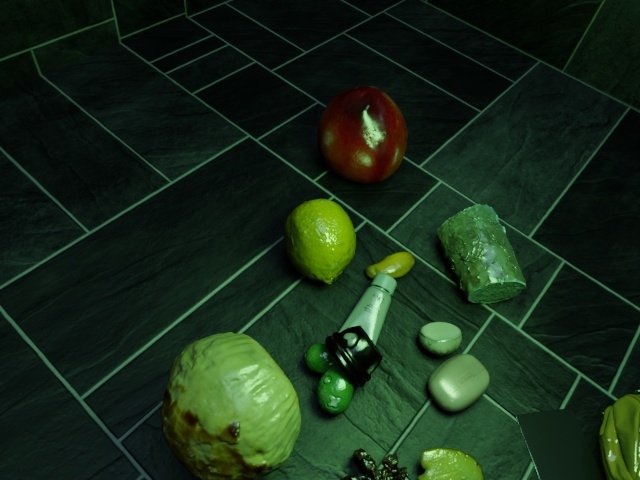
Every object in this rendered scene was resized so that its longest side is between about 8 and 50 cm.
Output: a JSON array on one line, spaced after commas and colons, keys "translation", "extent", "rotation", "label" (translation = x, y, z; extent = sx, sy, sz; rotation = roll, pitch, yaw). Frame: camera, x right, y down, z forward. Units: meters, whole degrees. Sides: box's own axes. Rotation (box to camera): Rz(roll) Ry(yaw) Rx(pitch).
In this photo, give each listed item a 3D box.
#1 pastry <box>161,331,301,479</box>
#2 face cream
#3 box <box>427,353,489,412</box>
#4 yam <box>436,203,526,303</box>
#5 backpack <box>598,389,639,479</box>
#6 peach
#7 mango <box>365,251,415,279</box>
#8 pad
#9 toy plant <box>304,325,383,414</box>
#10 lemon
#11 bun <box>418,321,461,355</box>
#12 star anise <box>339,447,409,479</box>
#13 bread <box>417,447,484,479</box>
[{"translation": [-0.235, 0.435, 1.258], "extent": [0.312, 0.389, 0.388], "rotation": [-32, 63, -25], "label": "pastry"}, {"translation": [0.158, 0.253, 1.647], "extent": [0.143, 0.089, 0.315], "rotation": [25, 65, 10], "label": "face cream"}, {"translation": [0.427, 0.438, 1.532], "extent": [0.200, 0.088, 0.146], "rotation": [-28, 62, -25], "label": "box"}, {"translation": [0.572, 0.049, 1.782], "extent": [0.240, 0.241, 0.348], "rotation": [-6, 56, -13], "label": "yam"}, {"translation": [0.980, 0.629, 1.403], "extent": [0.353, 0.201, 0.378], "rotation": [17, 49, 10], "label": "backpack"}, {"translation": [0.170, -0.428, 1.985], "extent": [0.387, 0.388, 0.389], "rotation": [4, 52, -6], "label": "peach"}, {"translation": [0.256, 0.095, 1.778], "extent": [0.190, 0.075, 0.098], "rotation": [-19, 42, -17], "label": "mango"}, {"translation": [0.720, 0.654, 1.465], "extent": [0.202, 0.005, 0.300], "rotation": [-3, 53, -11], "label": "pad"}, {"translation": [0.064, 0.377, 1.482], "extent": [0.235, 0.175, 0.218], "rotation": [-39, 53, 4], "label": "toy plant"}, {"translation": [0.000, 0.000, 1.705], "extent": [0.253, 0.253, 0.311], "rotation": [-10, 71, -16], "label": "lemon"}, {"translation": [0.389, 0.331, 1.613], "extent": [0.138, 0.094, 0.138], "rotation": [-4, 19, 2], "label": "bun"}, {"translation": [0.159, 0.652, 1.307], "extent": [0.220, 0.126, 0.190], "rotation": [20, 49, 10], "label": "star anise"}, {"translation": [0.357, 0.658, 1.375], "extent": [0.187, 0.065, 0.150], "rotation": [10, 62, -5], "label": "bread"}]
